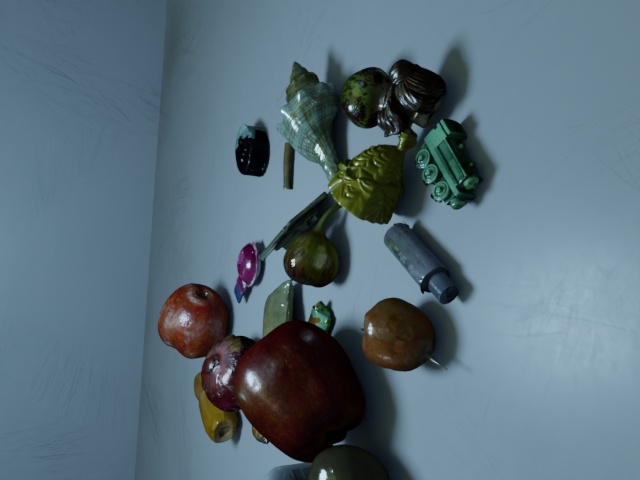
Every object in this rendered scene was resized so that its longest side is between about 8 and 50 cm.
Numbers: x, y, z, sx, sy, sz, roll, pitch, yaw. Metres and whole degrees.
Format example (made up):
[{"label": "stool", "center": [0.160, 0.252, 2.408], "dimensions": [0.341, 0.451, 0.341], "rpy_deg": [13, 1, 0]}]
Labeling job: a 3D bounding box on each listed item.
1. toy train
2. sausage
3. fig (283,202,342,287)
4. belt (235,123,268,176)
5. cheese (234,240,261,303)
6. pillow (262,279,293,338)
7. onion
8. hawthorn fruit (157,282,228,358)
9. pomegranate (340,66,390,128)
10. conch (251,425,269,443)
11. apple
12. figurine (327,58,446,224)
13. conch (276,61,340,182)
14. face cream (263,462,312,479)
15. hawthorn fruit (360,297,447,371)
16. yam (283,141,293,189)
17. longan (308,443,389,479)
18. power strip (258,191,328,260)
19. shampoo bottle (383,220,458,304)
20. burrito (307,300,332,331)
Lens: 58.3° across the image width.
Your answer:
[{"label": "toy train", "center": [0.249, -0.143, 1.107], "dimensions": [0.111, 0.071, 0.171], "rpy_deg": [-50, 45, 36]}, {"label": "sausage", "center": [-0.397, 0.595, 2.116], "dimensions": [0.354, 0.115, 0.134], "rpy_deg": [-138, 43, -58]}, {"label": "fig", "center": [0.000, 0.000, 1.478], "dimensions": [0.149, 0.149, 0.246], "rpy_deg": [31, 102, 58]}, {"label": "belt", "center": [-0.242, -0.317, 1.990], "dimensions": [0.151, 0.078, 0.199], "rpy_deg": [-56, 39, 44]}, {"label": "cheese", "center": [-0.255, 0.109, 1.976], "dimensions": [0.155, 0.062, 0.244], "rpy_deg": [62, 139, 45]}, {"label": "pillow", "center": [-0.128, 0.270, 1.679], "dimensions": [0.185, 0.074, 0.303], "rpy_deg": [137, 142, -58]}, {"label": "onion", "center": [-0.289, 0.427, 1.867], "dimensions": [0.246, 0.190, 0.247], "rpy_deg": [-32, 46, 40]}, {"label": "hawthorn fruit", "center": [-0.473, 0.303, 2.162], "dimensions": [0.284, 0.284, 0.285], "rpy_deg": [-13, 75, 60]}, {"label": "pomegranate", "center": [0.127, -0.320, 1.318], "dimensions": [0.138, 0.163, 0.125], "rpy_deg": [-65, -7, 6]}, {"label": "conch", "center": [-0.173, 0.565, 1.766], "dimensions": [0.233, 0.080, 0.086], "rpy_deg": [140, 145, -82]}, {"label": "apple", "center": [-0.051, 0.348, 1.362], "dimensions": [0.317, 0.288, 0.288], "rpy_deg": [48, 129, 32]}, {"label": "figurine", "center": [0.161, -0.208, 1.207], "dimensions": [0.168, 0.187, 0.315], "rpy_deg": [42, 118, 23]}, {"label": "conch", "center": [-0.035, -0.305, 1.541], "dimensions": [0.203, 0.169, 0.387], "rpy_deg": [107, 162, -76]}, {"label": "face cream", "center": [-0.060, 0.591, 1.334], "dimensions": [0.071, 0.291, 0.144], "rpy_deg": [-64, 38, 32]}, {"label": "hawthorn fruit", "center": [0.170, 0.203, 1.162], "dimensions": [0.189, 0.149, 0.149], "rpy_deg": [34, 124, 12]}, {"label": "yam", "center": [-0.101, -0.229, 1.774], "dimensions": [0.032, 0.032, 0.146], "rpy_deg": [-3, 84, 60]}, {"label": "longan", "center": [0.063, 0.539, 1.231], "dimensions": [0.198, 0.197, 0.213], "rpy_deg": [-137, 40, -54]}, {"label": "power strip", "center": [-0.061, -0.025, 1.576], "dimensions": [0.064, 0.198, 0.213], "rpy_deg": [47, 143, 0]}, {"label": "shampoo bottle", "center": [0.203, 0.046, 1.164], "dimensions": [0.214, 0.072, 0.072], "rpy_deg": [56, 133, 48]}, {"label": "burrito", "center": [-0.025, 0.301, 1.554], "dimensions": [0.104, 0.054, 0.288], "rpy_deg": [53, 129, 47]}]
